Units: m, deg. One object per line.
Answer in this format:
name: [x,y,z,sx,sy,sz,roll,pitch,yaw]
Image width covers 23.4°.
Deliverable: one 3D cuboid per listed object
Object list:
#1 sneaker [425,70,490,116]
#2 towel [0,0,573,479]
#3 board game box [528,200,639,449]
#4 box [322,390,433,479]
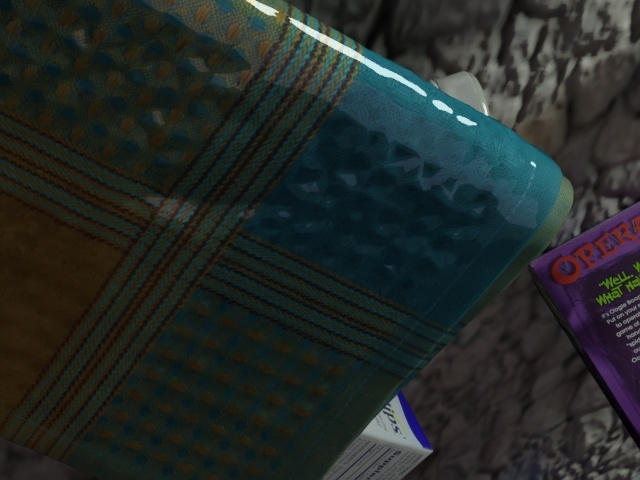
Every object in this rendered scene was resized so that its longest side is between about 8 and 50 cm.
sneaker: [0.000,-0.002,0.820,0.164,0.086,0.226,-13,150,-6]
towel: [-0.103,-0.013,0.685,0.370,0.040,0.271,27,119,-26]
board game box: [0.326,0.012,0.939,0.347,0.208,0.056,-29,147,2]
box: [-0.024,0.132,0.970,0.126,0.072,0.137,-44,140,21]
